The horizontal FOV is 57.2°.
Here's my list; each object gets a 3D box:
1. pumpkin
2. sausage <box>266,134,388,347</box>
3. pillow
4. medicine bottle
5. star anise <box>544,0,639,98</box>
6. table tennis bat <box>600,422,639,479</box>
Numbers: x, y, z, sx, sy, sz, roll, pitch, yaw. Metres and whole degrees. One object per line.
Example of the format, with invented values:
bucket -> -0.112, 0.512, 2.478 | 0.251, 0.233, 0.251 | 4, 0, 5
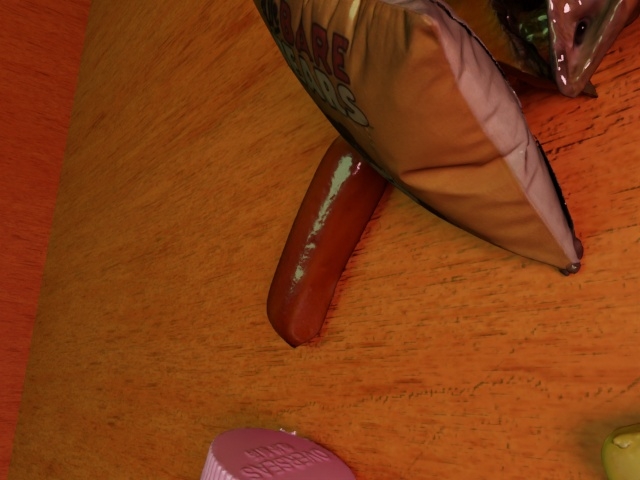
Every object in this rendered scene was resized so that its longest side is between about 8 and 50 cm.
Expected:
pumpkin -> 0.168, -0.221, 0.559 | 0.248, 0.131, 0.126 | 42, 112, 49
sausage -> 0.000, 0.000, 0.745 | 0.089, 0.083, 0.300 | 36, 109, 40
pillow -> 0.071, -0.125, 0.513 | 0.119, 0.312, 0.310 | -43, 43, 6
medicine bottle -> -0.078, 0.375, 0.641 | 0.178, 0.178, 0.291 | 21, 96, 54
star anise -> 0.237, -0.263, 0.428 | 0.292, 0.109, 0.350 | 27, 90, 11
table tennis bat -> 0.323, 0.076, 0.312 | 0.368, 0.054, 0.224 | -37, 50, 36
